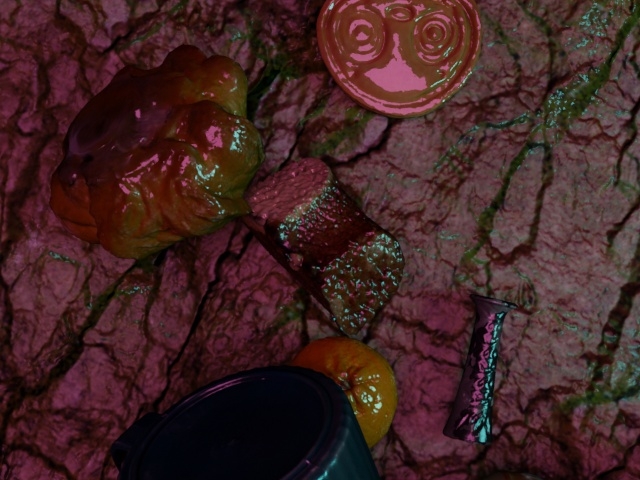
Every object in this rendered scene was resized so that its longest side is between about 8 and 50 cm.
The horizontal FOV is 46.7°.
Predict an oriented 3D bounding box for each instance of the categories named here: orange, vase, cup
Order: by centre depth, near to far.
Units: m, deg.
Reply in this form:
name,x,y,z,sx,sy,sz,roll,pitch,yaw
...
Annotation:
name,x,y,z,sx,sy,sz,roll,pitch,yaw
cup,-0.050,0.290,0.742,0.242,0.308,0.292,-25,115,-13
orange,0.019,0.174,0.836,0.135,0.117,0.136,-6,66,13
vase,0.185,0.148,0.858,0.059,0.059,0.167,11,86,4

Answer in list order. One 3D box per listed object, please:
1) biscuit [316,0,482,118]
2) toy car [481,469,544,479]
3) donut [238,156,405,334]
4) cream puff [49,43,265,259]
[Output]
name,x,y,z,sx,sy,sz,roll,pitch,yaw
biscuit,0.100,-0.294,0.905,0.201,0.044,0.289,6,88,4
toy car,0.265,0.356,0.790,0.234,0.145,0.235,-1,85,7
donut,-0.004,-0.003,0.859,0.126,0.144,0.186,-40,44,-6
cream puff,-0.183,-0.094,0.830,0.269,0.155,0.241,-36,48,9
